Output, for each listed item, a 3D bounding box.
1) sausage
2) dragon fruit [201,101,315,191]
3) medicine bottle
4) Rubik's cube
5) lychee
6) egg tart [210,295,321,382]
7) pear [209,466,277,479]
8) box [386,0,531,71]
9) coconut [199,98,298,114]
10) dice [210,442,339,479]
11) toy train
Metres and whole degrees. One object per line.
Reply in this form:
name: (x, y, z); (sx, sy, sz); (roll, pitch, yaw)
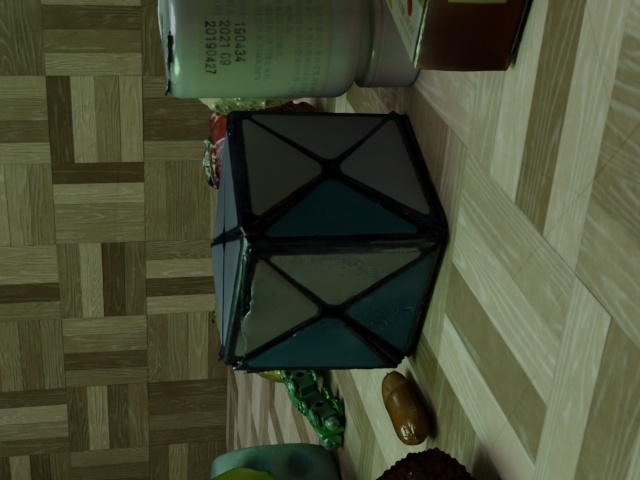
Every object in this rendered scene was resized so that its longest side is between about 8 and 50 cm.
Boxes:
sausage: (0.130, 0.260, 1.535); (0.062, 0.054, 0.183); (-56, 19, 10)
dragon fruit: (-0.111, -0.207, 2.183); (0.291, 0.269, 0.250); (-44, -47, -57)
medicine bottle: (-0.050, -0.319, 1.494); (0.213, 0.378, 0.213); (178, 90, -78)
Rubik's cube: (0.000, 0.000, 1.536); (0.310, 0.305, 0.307); (-101, 17, -46)
lychee: (0.137, 0.352, 1.255); (0.188, 0.188, 0.188); (178, 90, -78)
egg tart: (-0.103, 0.191, 2.294); (0.120, 0.315, 0.315); (-50, -22, -43)
pear: (-0.195, 0.631, 1.888); (0.399, 0.165, 0.399); (-13, 72, 46)
box: (0.149, -0.445, 1.150); (0.385, 0.122, 0.344); (-104, 16, -44)
coconut: (-0.099, -0.399, 1.947); (0.297, 0.309, 0.297); (33, 137, 38)
dice: (-0.099, 0.598, 2.175); (0.262, 0.264, 0.268); (115, 151, -65)
toy train: (-0.016, 0.353, 2.152); (0.251, 0.085, 0.119); (-130, 23, -56)
